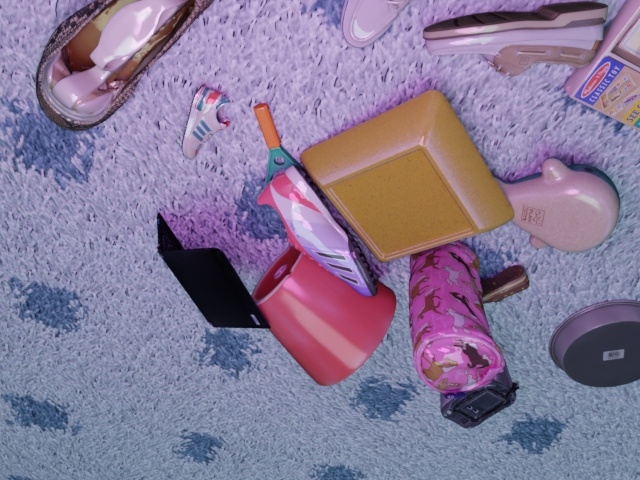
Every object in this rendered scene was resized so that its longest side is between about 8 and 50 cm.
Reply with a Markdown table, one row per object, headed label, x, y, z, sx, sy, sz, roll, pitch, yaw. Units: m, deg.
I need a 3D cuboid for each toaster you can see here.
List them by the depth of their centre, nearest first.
| label | x | y | z | sx | sy | sz | roll | pitch | yaw |
| --- | --- | --- | --- | --- | --- | --- | --- | --- | --- |
| toaster | 0.409 | 0.374 | 1.498 | 0.129 | 0.147 | 0.227 | 29 | 125 | -20 |

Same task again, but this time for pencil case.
| label | x | y | z | sx | sy | sz | roll | pitch | yaw |
| --- | --- | --- | --- | --- | --- | --- | --- | --- | --- |
| pencil case | 0.268 | 0.140 | 1.179 | 0.159 | 0.386 | 0.167 | -20 | 114 | 16 |

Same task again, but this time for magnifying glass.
| label | x | y | z | sx | sy | sz | roll | pitch | yaw |
| --- | --- | --- | --- | --- | --- | --- | --- | --- | --- |
| magnifying glass | -0.087 | -0.173 | 1.176 | 0.092 | 0.026 | 0.231 | -11 | 126 | 11 |

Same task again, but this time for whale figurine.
| label | x | y | z | sx | sy | sz | roll | pitch | yaw |
| --- | --- | --- | --- | --- | --- | --- | --- | --- | --- |
| whale figurine | 0.460 | -0.085 | 1.169 | 0.271 | 0.141 | 0.217 | 12 | 132 | 25 |

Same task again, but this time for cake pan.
| label | x | y | z | sx | sy | sz | roll | pitch | yaw |
| --- | --- | --- | --- | --- | --- | --- | --- | --- | --- |
| cake pan | 0.741 | 0.275 | 1.463 | 0.292 | 0.054 | 0.293 | 2 | 128 | 2 |

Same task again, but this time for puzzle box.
| label | x | y | z | sx | sy | sz | roll | pitch | yaw |
| --- | --- | --- | --- | --- | --- | --- | --- | --- | --- |
| puzzle box | 0.652 | -0.370 | 0.964 | 0.271 | 0.052 | 0.409 | 21 | 126 | -12 |

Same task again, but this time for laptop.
| label | x | y | z | sx | sy | sz | roll | pitch | yaw |
| --- | --- | --- | --- | --- | --- | --- | --- | --- | --- |
| laptop | -0.238 | 0.062 | 1.246 | 0.136 | 0.264 | 0.234 | -26 | 124 | 0 |

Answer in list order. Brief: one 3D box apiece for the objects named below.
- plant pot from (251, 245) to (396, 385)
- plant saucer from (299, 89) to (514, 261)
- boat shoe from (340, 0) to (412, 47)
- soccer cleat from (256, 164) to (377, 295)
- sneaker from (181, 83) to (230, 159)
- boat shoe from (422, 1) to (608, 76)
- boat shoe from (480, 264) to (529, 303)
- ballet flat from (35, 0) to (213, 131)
| label | x | y | z | sx | sy | sz | roll | pitch | yaw |
| --- | --- | --- | --- | --- | --- | --- | --- | --- | --- |
| plant pot | -0.008 | 0.144 | 1.290 | 0.243 | 0.275 | 0.275 | 41 | 120 | -14 |
| plant saucer | 0.164 | -0.087 | 1.142 | 0.332 | 0.081 | 0.333 | -19 | 125 | 35 |
| boat shoe | 0.123 | -0.422 | 0.928 | 0.096 | 0.088 | 0.267 | 33 | 123 | -21 |
| soccer cleat | 0.000 | 0.000 | 1.178 | 0.116 | 0.109 | 0.318 | -35 | 101 | 5 |
| sneaker | -0.222 | -0.220 | 1.124 | 0.075 | 0.057 | 0.161 | 20 | 124 | -5 |
| boat shoe | 0.327 | -0.332 | 0.973 | 0.301 | 0.113 | 0.104 | -4 | 122 | 5 |
| boat shoe | 0.409 | 0.123 | 1.355 | 0.177 | 0.064 | 0.060 | -27 | 120 | 19 |
| ballet flat | -0.360 | -0.323 | 0.973 | 0.482 | 0.182 | 0.164 | -33 | 120 | 26 |
